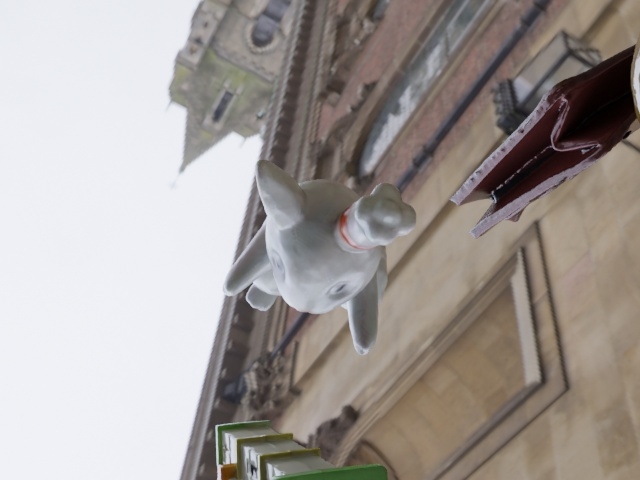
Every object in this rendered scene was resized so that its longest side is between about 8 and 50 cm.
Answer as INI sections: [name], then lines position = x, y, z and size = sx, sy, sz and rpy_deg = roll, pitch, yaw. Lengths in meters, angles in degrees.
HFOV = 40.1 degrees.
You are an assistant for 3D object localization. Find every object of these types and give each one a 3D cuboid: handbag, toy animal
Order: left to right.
[toy animal]
position = -0.004, 0.013, 0.738
size = 0.140, 0.138, 0.282
rpy_deg = 16, -179, 1
[handbag]
position = 0.298, -0.127, 0.974
size = 0.260, 0.275, 0.084
rpy_deg = -32, -98, -28

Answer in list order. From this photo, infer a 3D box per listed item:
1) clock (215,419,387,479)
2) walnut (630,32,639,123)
[clock]
position = -0.033, 0.299, 0.835
size = 0.106, 0.255, 0.220
rpy_deg = -1, -90, -21
[walnut]
position = 0.268, -0.075, 0.418
size = 0.228, 0.228, 0.228
rpy_deg = 22, -142, -18
